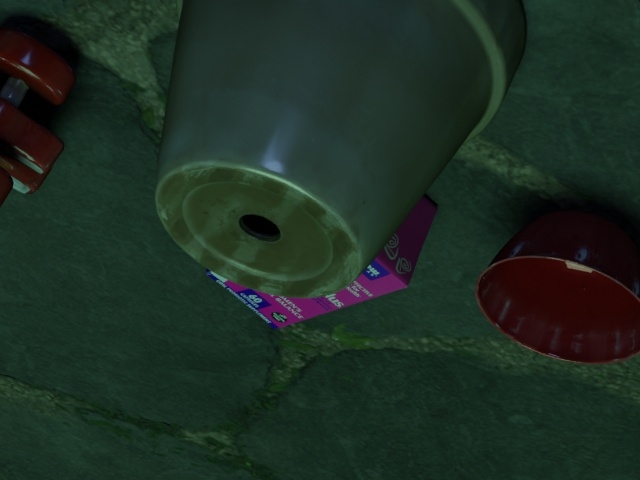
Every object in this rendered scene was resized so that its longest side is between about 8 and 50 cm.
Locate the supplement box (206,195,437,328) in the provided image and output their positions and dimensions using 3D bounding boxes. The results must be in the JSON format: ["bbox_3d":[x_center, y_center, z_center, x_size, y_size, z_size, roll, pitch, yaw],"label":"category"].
[{"bbox_3d":[0.000,0.000,1.951,0.111,0.114,0.220,40,142,-25],"label":"supplement box"}]

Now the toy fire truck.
[{"bbox_3d":[-0.411,-0.150,1.955,0.302,0.169,0.254,31,165,-12],"label":"toy fire truck"}]

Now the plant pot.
[{"bbox_3d":[-0.007,-0.114,1.630,0.323,0.280,0.323,15,147,10],"label":"plant pot"}]

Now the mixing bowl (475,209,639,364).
[{"bbox_3d":[0.256,0.034,1.856,0.181,0.098,0.181,16,148,10],"label":"mixing bowl"}]
